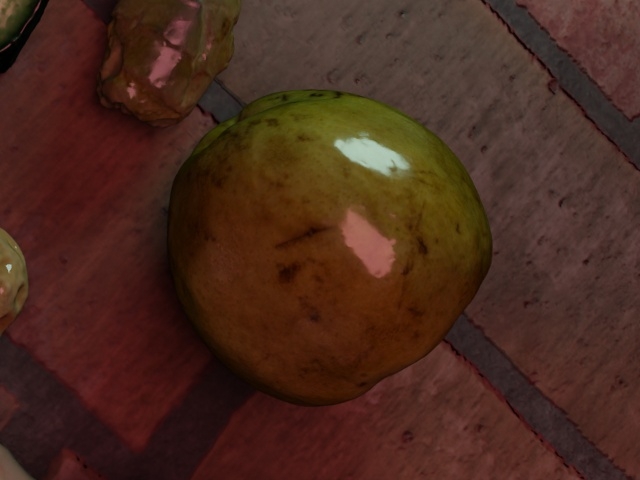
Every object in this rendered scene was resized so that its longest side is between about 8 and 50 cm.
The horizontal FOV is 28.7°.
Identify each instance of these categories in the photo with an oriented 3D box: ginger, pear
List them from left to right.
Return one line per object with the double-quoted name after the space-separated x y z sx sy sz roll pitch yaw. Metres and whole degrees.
-0.136 -0.233 1.216 0.109 0.116 0.263 35 63 -60 "ginger"
0.000 0.000 1.169 0.304 0.304 0.304 1 86 -24 "pear"

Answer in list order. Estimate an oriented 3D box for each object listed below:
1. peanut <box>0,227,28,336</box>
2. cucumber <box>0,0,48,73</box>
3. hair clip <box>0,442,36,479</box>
-0.390 0.094 1.065 0.325 0.140 0.153 -35 87 -23 "peanut"
-0.331 -0.235 1.119 0.191 0.130 0.191 3 82 -20 "cucumber"
-0.238 0.254 1.121 0.282 0.172 0.113 24 69 -33 "hair clip"
